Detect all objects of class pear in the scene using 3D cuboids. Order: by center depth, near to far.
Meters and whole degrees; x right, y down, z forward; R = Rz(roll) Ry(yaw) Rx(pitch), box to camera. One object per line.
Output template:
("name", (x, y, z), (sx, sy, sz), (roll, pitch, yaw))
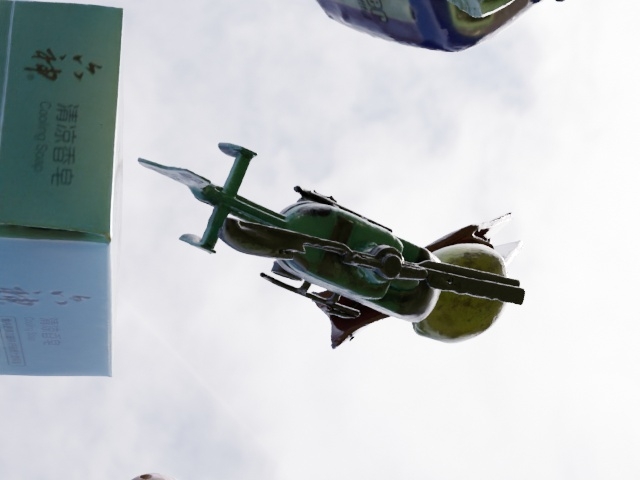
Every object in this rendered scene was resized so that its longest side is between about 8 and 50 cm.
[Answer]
("pear", (0.155, 0.059, 1.252), (0.131, 0.107, 0.107), (-21, -76, -11))

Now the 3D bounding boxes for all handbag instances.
("handbag", (0.139, 0.046, 1.524), (0.084, 0.260, 0.275), (65, -162, 3))

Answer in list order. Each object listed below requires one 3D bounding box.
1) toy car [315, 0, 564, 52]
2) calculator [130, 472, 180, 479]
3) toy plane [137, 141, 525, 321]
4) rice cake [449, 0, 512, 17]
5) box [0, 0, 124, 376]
("toy car", (0.059, -0.237, 0.825), (0.158, 0.235, 0.172), (-42, -48, -23))
("calculator", (-0.098, 0.367, 1.357), (0.048, 0.220, 0.329), (-57, -32, -11))
("toy plane", (0.000, 0.000, 0.995), (0.382, 0.155, 0.106), (26, -97, -31))
("rice cake", (0.053, -0.186, 0.681), (0.033, 0.171, 0.029), (-31, -36, -19))
("box", (-0.159, -0.019, 0.667), (0.083, 0.232, 0.142), (4, -115, -10))
